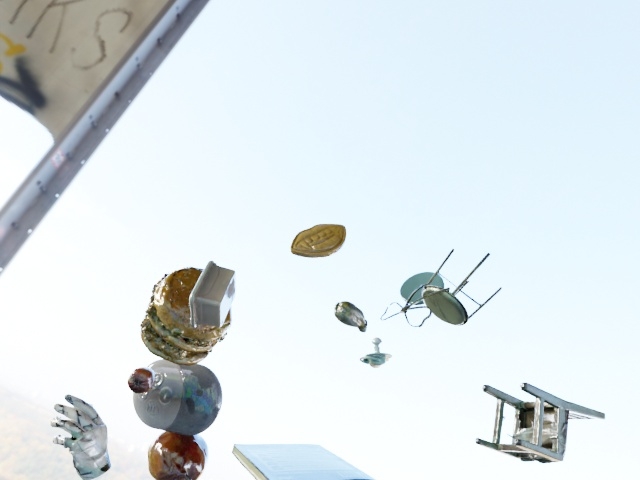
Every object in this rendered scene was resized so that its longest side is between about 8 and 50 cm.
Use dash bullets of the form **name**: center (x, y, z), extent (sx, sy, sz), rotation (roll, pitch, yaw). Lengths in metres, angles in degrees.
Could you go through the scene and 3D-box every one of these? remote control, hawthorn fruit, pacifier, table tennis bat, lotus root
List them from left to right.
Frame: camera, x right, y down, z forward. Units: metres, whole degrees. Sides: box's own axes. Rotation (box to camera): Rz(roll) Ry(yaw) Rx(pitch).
- **hawthorn fruit**: center (-0.477, 0.371, 1.462), extent (0.077, 0.077, 0.077), rotation (21, -25, 11)
- **remote control**: center (-0.462, 0.500, 1.758), extent (0.331, 0.221, 0.103), rotation (3, -12, 20)
- **hawthorn fruit**: center (-0.466, 0.735, 1.823), extent (0.208, 0.208, 0.248), rotation (36, -12, -20)
- **lotus root**: center (0.115, 0.283, 2.055), extent (0.165, 0.088, 0.088), rotation (37, -26, -18)
- **pacifier**: center (0.214, 0.436, 2.140), extent (0.126, 0.117, 0.150), rotation (-2, -23, 2)
- **table tennis bat**: center (0.347, 0.173, 1.766), extent (0.038, 0.149, 0.237), rotation (65, -7, -28)

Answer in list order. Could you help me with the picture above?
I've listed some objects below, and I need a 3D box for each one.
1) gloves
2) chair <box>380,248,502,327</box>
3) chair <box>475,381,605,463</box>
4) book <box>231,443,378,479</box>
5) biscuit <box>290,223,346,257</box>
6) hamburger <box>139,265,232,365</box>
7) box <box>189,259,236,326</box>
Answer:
- **gloves**: center (-0.606, 0.494, 1.404), extent (0.111, 0.127, 0.212), rotation (-16, -88, 36)
- **chair**: center (0.331, 0.167, 1.481), extent (0.159, 0.325, 0.170), rotation (8, -46, 53)
- **chair**: center (0.499, 0.428, 1.235), extent (0.270, 0.147, 0.136), rotation (26, -27, -21)
- **book**: center (-0.061, 0.635, 1.545), extent (0.299, 0.039, 0.428), rotation (8, -10, -20)
- **biscuit**: center (0.000, 0.000, 1.772), extent (0.142, 0.220, 0.029), rotation (45, -37, 38)
- **hamburger**: center (-0.386, 0.209, 1.545), extent (0.245, 0.261, 0.211), rotation (-1, -39, -50)
- **box**: center (-0.212, 0.110, 1.092), extent (0.062, 0.122, 0.089), rotation (11, -51, 6)
